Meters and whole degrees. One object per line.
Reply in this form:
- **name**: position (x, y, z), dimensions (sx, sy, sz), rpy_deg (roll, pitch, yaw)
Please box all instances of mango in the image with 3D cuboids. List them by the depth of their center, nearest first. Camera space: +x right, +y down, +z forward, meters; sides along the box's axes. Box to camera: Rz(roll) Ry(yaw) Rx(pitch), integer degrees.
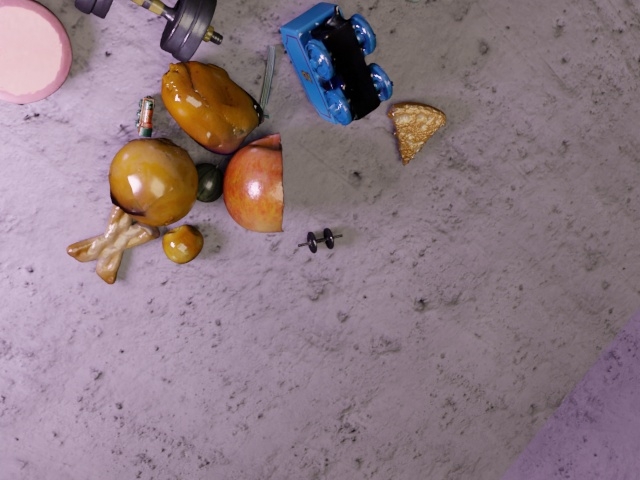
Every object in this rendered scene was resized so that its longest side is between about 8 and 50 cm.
- **mango**: position (-0.288, -0.344, 1.781), dimensions (0.152, 0.201, 0.287), rpy_deg (-22, 130, 36)

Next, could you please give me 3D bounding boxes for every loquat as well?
- **loquat**: position (-0.427, -0.153, 1.765), dimensions (0.235, 0.235, 0.235), rpy_deg (-9, 115, -21)

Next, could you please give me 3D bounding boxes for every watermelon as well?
- **watermelon**: position (-0.306, -0.168, 1.885), dimensions (0.105, 0.105, 0.133), rpy_deg (23, 110, -30)

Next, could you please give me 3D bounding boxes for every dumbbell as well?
- **dumbbell**: position (-0.406, -0.558, 1.612), dimensions (0.388, 0.185, 0.185), rpy_deg (24, 100, -24)
- **dumbbell**: position (0.000, 0.000, 2.119), dimensions (0.147, 0.069, 0.069), rpy_deg (-13, 116, -19)

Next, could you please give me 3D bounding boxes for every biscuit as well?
- **biscuit**: position (-0.561, 0.003, 1.879), dimensions (0.208, 0.047, 0.164), rpy_deg (-45, 121, -1)

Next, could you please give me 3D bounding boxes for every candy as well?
- **candy**: position (-0.704, -0.435, 1.599), dimensions (0.255, 0.094, 0.255), rpy_deg (-10, 115, -21)

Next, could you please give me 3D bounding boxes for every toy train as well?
- **toy train**: position (-0.450, -0.321, 1.780), dimensions (0.044, 0.064, 0.103), rpy_deg (6, 109, -25)
- **toy train**: position (0.038, -0.467, 1.822), dimensions (0.188, 0.265, 0.300), rpy_deg (-35, 125, -12)

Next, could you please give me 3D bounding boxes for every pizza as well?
- **pizza**: position (0.279, -0.328, 2.115), dimensions (0.188, 0.062, 0.199), rpy_deg (11, 113, -15)

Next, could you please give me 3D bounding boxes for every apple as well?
- **apple**: position (-0.181, -0.154, 1.862), dimensions (0.163, 0.293, 0.251), rpy_deg (-3, 110, -6)
- **apple**: position (-0.386, 0.008, 1.932), dimensions (0.114, 0.099, 0.102), rpy_deg (-35, 119, -3)

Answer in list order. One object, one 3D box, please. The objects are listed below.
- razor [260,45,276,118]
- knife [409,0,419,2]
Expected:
- **razor**: position (-0.147, -0.434, 1.888), dimensions (0.068, 0.037, 0.191), rpy_deg (16, 104, 14)
- **knife**: position (0.241, -0.774, 1.921), dimensions (0.064, 0.031, 0.222), rpy_deg (-23, 116, -10)
